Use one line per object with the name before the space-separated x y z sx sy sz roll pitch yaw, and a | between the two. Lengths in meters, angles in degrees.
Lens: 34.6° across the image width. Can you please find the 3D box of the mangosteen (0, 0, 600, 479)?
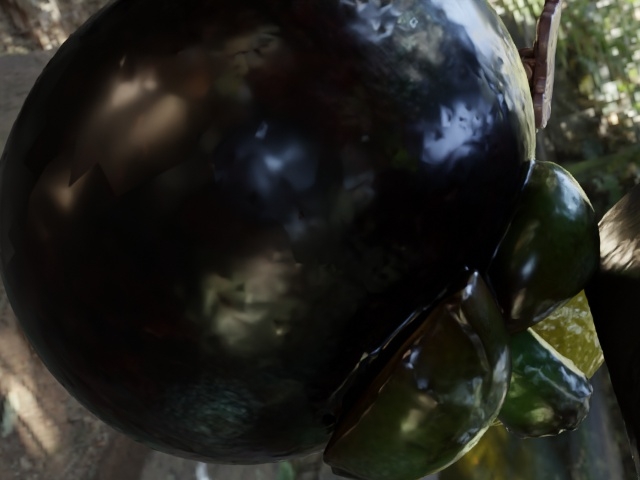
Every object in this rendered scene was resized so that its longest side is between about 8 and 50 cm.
mangosteen | -0.014 -0.007 0.537 0.300 0.300 0.300 -14 90 -70

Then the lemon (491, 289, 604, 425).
lemon | 0.125 0.048 0.792 0.187 0.244 0.187 174 -90 -75

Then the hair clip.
hair clip | 0.246 -0.197 1.146 0.138 0.102 0.123 56 34 -15

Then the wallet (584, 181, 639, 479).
wallet | 0.175 -0.002 0.399 0.044 0.170 0.321 45 17 -4
